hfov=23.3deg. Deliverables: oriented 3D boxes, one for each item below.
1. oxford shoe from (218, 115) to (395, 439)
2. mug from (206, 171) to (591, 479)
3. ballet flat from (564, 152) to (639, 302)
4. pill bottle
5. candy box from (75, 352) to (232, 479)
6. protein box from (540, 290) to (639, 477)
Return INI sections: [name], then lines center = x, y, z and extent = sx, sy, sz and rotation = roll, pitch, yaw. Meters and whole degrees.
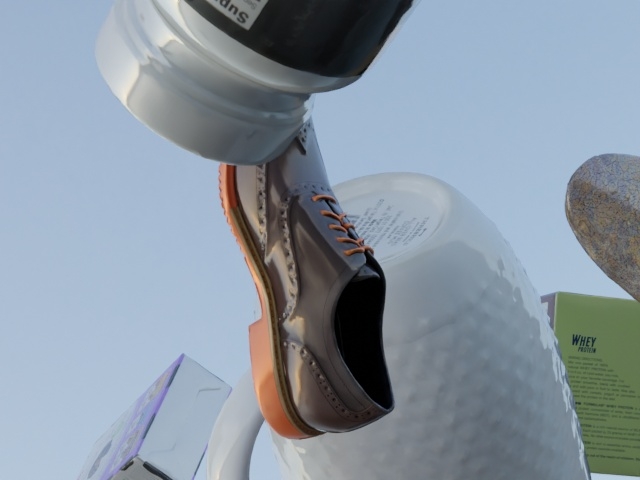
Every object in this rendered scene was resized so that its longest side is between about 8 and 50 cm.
[oxford shoe]
center = 0.000, 0.000, 1.089
extent = 0.098, 0.271, 0.097
rotation = -12, -2, 38
[mug]
center = 0.048, 0.144, 1.362
extent = 0.374, 0.276, 0.328
rotation = -39, -54, -33
[ballet flat]
center = 0.318, 0.036, 1.117
extent = 0.316, 0.107, 0.106
rotation = 34, -14, -14
[pill bottle]
center = -0.005, -0.183, 0.847
extent = 0.162, 0.162, 0.278
rotation = 6, -47, -38
[candy box]
center = -0.193, 0.238, 1.637
extent = 0.070, 0.165, 0.196
rotation = 37, -54, -11
[protein box]
center = 0.336, 0.173, 1.818
extent = 0.200, 0.201, 0.136
rotation = 6, -8, -13
